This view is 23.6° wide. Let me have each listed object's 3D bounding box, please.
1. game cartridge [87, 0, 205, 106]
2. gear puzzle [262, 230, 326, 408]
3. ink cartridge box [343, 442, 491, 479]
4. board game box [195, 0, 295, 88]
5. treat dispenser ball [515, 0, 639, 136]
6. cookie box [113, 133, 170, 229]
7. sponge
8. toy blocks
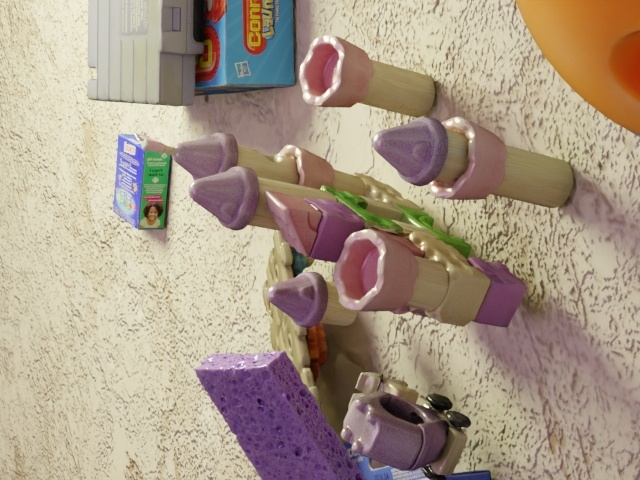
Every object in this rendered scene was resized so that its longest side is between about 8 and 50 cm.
[{"bbox_3d":[-0.196,-0.330,1.713,0.230,0.068,0.355,11,102,56],"label":"game cartridge"},{"bbox_3d":[-0.005,0.161,1.556,0.175,0.044,0.339,104,157,-61],"label":"gear puzzle"},{"bbox_3d":[0.102,0.326,1.402,0.186,0.065,0.311,-29,68,59],"label":"ink cartridge box"},{"bbox_3d":[-0.139,-0.320,1.757,0.308,0.086,0.302,4,95,60],"label":"board game box"},{"bbox_3d":[0.248,-0.189,0.879,0.288,0.288,0.288,8,99,60],"label":"treat dispenser ball"},{"bbox_3d":[-0.232,-0.077,1.987,0.092,0.040,0.107,31,119,56],"label":"cookie box"},{"bbox_3d":[-0.024,0.191,1.398,0.117,0.031,0.210,-10,116,51],"label":"sponge"},{"bbox_3d":[0.000,0.000,1.305,0.288,0.260,0.309,40,114,52],"label":"toy blocks"}]
